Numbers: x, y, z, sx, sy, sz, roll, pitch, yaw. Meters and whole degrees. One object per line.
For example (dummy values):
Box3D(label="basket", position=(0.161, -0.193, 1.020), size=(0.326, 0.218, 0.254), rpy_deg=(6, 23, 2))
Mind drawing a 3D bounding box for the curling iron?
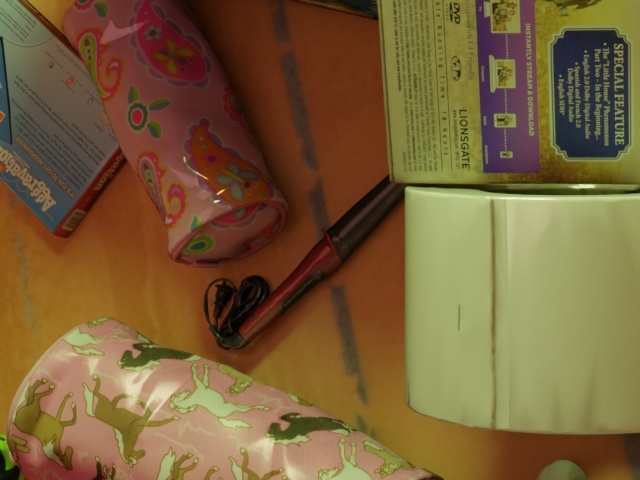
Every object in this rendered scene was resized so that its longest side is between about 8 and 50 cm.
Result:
Box3D(label="curling iron", position=(0.000, 0.000, 1.616), size=(0.274, 0.035, 0.068), rpy_deg=(-40, 66, 15))

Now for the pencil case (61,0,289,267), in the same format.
Box3D(label="pencil case", position=(-0.134, -0.114, 1.657), size=(0.124, 0.124, 0.284), rpy_deg=(-34, 69, 17))

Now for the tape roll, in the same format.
Box3D(label="tape roll", position=(0.184, 0.042, 1.380), size=(0.246, 0.246, 0.169), rpy_deg=(2, 97, 27))

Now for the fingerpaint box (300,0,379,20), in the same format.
Box3D(label="fingerpaint box", position=(-0.096, -0.321, 1.536), size=(0.445, 0.371, 0.163), rpy_deg=(17, 88, 28))

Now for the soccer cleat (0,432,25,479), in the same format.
Box3D(label="soccer cleat", position=(-0.333, 0.252, 1.717), size=(0.060, 0.072, 0.179), rpy_deg=(37, 98, 27))

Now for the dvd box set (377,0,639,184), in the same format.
Box3D(label="dvd box set", position=(0.248, -0.187, 1.299), size=(0.420, 0.062, 0.307), rpy_deg=(0, 117, 12))

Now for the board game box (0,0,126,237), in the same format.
Box3D(label="board game box", position=(-0.295, -0.143, 1.797), size=(0.281, 0.027, 0.145), rpy_deg=(43, 99, 26))

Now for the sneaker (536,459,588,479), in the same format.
Box3D(label="sneaker", position=(0.141, 0.287, 1.460), size=(0.126, 0.091, 0.240), rpy_deg=(6, 84, 28))

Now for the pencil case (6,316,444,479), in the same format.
Box3D(label="pencil case", position=(-0.083, 0.203, 1.555), size=(0.386, 0.167, 0.160), rpy_deg=(24, 130, 29))
